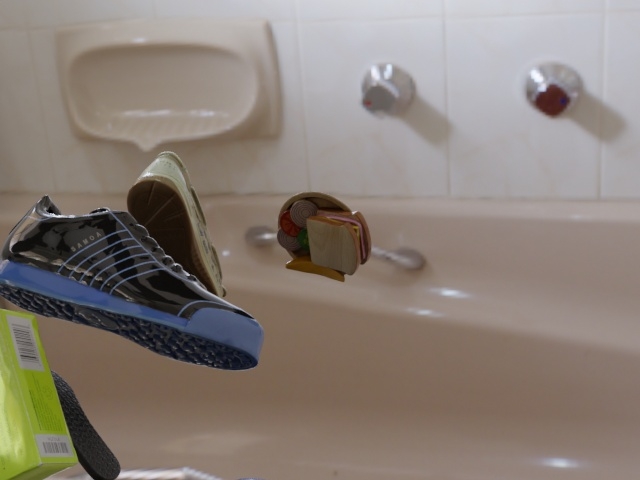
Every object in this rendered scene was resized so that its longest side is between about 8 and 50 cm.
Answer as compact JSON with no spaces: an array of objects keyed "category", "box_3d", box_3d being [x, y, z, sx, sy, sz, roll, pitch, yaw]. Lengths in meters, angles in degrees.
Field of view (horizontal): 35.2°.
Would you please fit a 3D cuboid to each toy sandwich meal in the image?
[{"category":"toy sandwich meal","box_3d":[0.000,0.000,0.796,0.086,0.085,0.029,6,31,25]}]

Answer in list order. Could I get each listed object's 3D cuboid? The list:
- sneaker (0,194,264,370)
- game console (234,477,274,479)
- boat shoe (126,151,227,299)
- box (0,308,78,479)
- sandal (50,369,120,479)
[{"category":"sneaker","box_3d":[-0.141,0.027,0.770,0.232,0.081,0.090,16,66,15]},{"category":"game console","box_3d":[-0.010,0.323,0.874,0.250,0.173,0.293,2,-3,15]},{"category":"boat shoe","box_3d":[-0.178,0.022,1.323,0.105,0.285,0.089,2,36,10]},{"category":"box","box_3d":[-0.249,0.130,0.652,0.178,0.109,0.042,-29,-21,16]},{"category":"sandal","box_3d":[-0.322,0.237,1.272,0.040,0.179,0.067,-40,-8,24]}]
